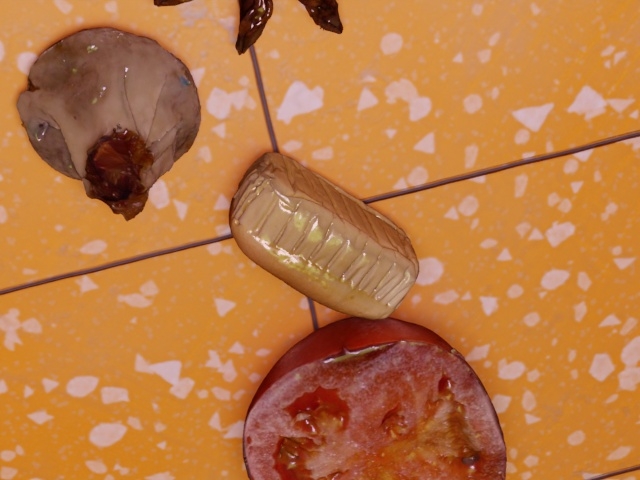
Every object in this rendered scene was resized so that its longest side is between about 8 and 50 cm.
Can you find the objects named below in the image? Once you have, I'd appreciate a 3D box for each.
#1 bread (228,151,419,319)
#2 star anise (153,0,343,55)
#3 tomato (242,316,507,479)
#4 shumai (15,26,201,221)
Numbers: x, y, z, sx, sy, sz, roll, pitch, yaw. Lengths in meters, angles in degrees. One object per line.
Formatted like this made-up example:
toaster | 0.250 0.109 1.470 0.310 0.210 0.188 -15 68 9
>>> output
bread | 0.000 0.000 1.546 0.236 0.140 0.106 32 111 -20
star anise | -0.055 -0.322 1.401 0.288 0.088 0.288 -3 115 -7
tomato | 0.058 0.220 1.670 0.338 0.144 0.338 -3 120 -5
shumai | -0.225 -0.120 1.456 0.201 0.120 0.201 -4 121 -7
